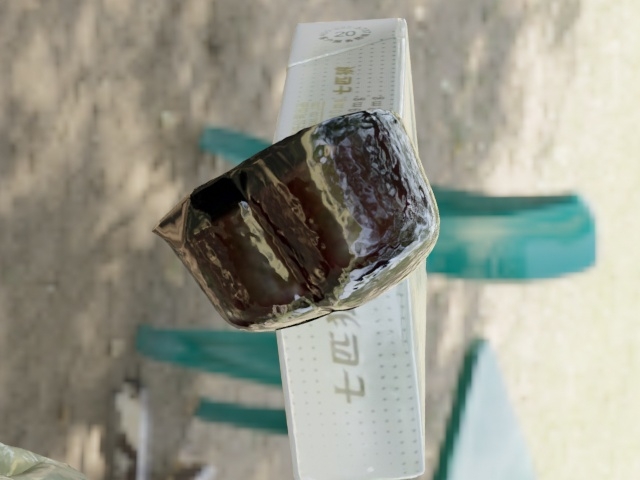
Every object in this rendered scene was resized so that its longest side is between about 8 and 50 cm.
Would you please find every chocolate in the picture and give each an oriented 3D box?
[{"bbox_3d":[0.000,0.000,0.938,0.125,0.149,0.080,-5,70,-55],"label":"chocolate"}]

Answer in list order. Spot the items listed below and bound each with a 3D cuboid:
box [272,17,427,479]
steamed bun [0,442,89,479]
[{"bbox_3d":[0.024,-0.005,1.341,0.330,0.095,0.210,-81,166,-63],"label":"box"},{"bbox_3d":[-0.188,0.177,0.722,0.276,0.289,0.203,73,21,-52],"label":"steamed bun"}]
